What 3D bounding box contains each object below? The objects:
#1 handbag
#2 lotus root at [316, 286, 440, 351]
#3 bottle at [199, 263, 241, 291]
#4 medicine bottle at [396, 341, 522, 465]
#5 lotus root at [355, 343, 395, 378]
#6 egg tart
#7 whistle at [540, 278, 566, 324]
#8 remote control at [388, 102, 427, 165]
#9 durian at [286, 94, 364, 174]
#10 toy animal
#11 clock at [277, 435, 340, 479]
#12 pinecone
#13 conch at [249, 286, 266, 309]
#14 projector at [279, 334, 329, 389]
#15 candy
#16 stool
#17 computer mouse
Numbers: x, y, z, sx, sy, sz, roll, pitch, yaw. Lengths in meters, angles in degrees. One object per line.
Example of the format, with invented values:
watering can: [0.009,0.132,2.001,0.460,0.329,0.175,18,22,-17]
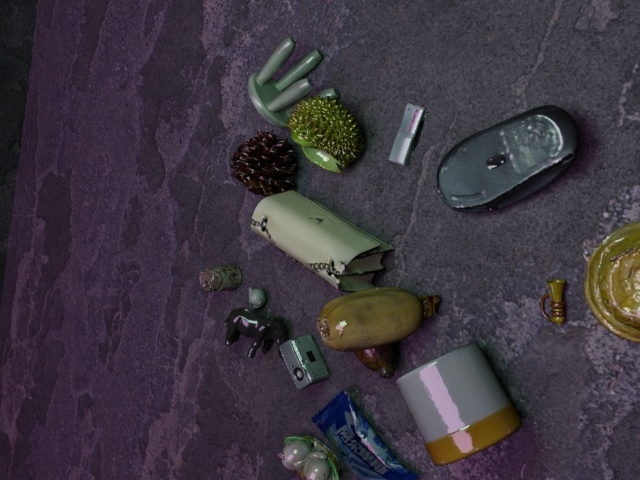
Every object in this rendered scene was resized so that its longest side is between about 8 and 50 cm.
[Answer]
handbag: [0.000,0.000,1.738,0.359,0.237,0.160,33,113,31]
lotus root: [0.159,0.205,1.611,0.169,0.343,0.151,-150,53,-70]
bottle: [-0.349,0.128,2.053,0.099,0.152,0.098,2,94,38]
medicine bottle: [0.339,0.402,1.508,0.238,0.238,0.231,-37,69,32]
lotus root: [0.148,0.297,1.714,0.120,0.120,0.209,-48,63,28]
egg tart: [0.711,0.094,1.297,0.290,0.115,0.290,4,96,36]
whistle: [0.558,0.148,1.455,0.057,0.046,0.109,2,99,22]
remote control: [0.240,-0.292,1.674,0.065,0.029,0.166,27,107,33]
durian: [0.019,-0.304,1.722,0.176,0.237,0.200,-41,40,2]
toy animal: [-0.204,0.305,1.963,0.245,0.114,0.146,18,109,2]
clock: [-0.031,0.679,1.851,0.231,0.144,0.103,27,110,31]
pinecone: [-0.166,-0.237,1.867,0.222,0.221,0.221,2,94,36]
conch: [-0.211,0.192,2.015,0.085,0.057,0.076,-110,30,-61]
projector: [-0.046,0.369,1.864,0.061,0.115,0.147,-37,71,33]
candy: [0.123,0.605,1.777,0.331,0.077,0.187,50,121,21]
stool: [-0.088,-0.462,1.806,0.199,0.195,0.195,-28,75,33]
computer mouse: [0.452,-0.191,1.472,0.374,0.114,0.203,-24,81,43]
